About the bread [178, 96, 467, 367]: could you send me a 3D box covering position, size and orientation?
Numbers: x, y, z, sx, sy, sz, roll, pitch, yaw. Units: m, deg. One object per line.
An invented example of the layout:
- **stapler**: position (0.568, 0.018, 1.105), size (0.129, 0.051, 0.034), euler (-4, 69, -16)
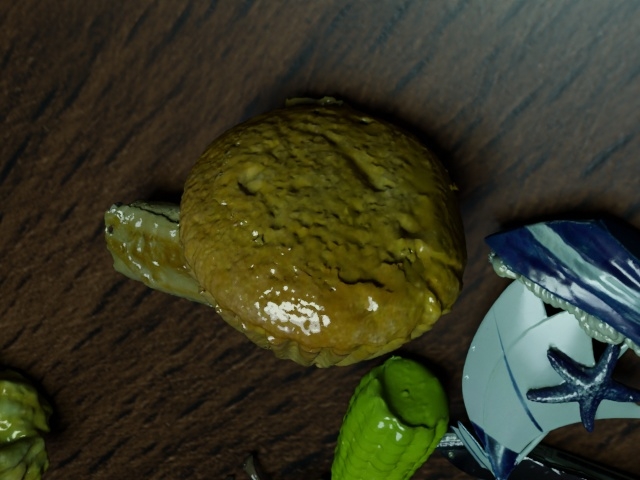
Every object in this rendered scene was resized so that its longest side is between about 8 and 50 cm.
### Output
- **bread**: position (0.000, -0.001, 0.678), size (0.240, 0.240, 0.139), euler (22, 137, 9)

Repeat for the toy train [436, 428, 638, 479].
- **toy train**: position (0.233, 0.232, 0.839), size (0.252, 0.048, 0.055), euler (19, 116, 18)

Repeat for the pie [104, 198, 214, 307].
- **pie**: position (-0.068, 0.030, 0.821), size (0.282, 0.068, 0.129), euler (19, 138, 10)

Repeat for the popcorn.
- **popcorn**: position (-0.427, 0.248, 1.046), size (0.197, 0.197, 0.155), euler (29, 145, 3)

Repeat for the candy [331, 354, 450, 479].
- **candy**: position (0.059, 0.211, 0.867), size (0.096, 0.097, 0.209), euler (26, 129, 6)

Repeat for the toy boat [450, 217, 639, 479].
- **toy boat**: position (0.228, 0.114, 0.743), size (0.210, 0.070, 0.292), euler (15, 120, 18)

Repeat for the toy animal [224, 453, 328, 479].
- **toy animal**: position (-0.031, 0.330, 0.992), size (0.186, 0.094, 0.214), euler (41, 134, 0)
